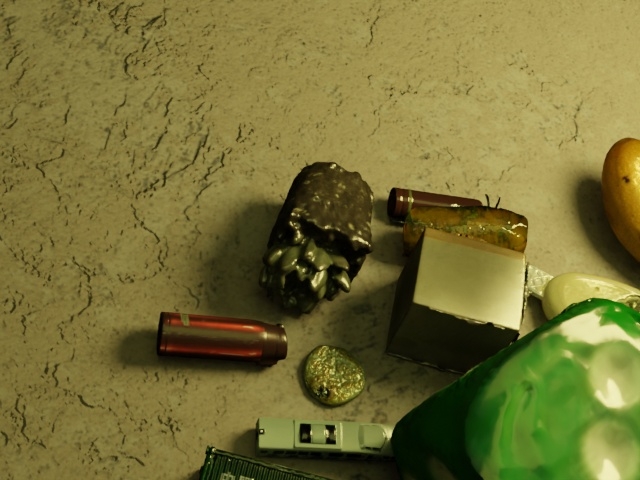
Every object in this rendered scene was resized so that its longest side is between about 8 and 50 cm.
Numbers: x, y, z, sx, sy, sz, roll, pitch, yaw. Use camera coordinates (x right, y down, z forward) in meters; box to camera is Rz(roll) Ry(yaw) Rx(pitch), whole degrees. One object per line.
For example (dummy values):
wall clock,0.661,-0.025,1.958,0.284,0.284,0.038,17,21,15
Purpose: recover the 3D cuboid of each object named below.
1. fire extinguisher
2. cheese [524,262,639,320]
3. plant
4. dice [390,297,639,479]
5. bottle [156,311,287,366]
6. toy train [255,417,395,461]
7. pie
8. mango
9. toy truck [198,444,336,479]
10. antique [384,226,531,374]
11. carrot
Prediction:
fire extinguisher,0.175,-0.043,1.725,0.158,0.043,0.064,8,89,-9
cheese,0.331,0.072,1.695,0.235,0.050,0.127,30,57,12
plant,0.000,0.000,1.604,0.132,0.129,0.194,18,55,-4
dice,0.274,0.260,1.408,0.297,0.287,0.300,-31,83,-20
bottle,-0.123,0.126,1.544,0.164,0.060,0.060,5,60,-12
toy train,0.023,0.248,1.517,0.207,0.047,0.043,5,61,-10
pie,0.016,0.172,1.575,0.085,0.017,0.085,6,60,-10
mango,0.521,-0.021,1.759,0.295,0.120,0.177,36,66,9
toy truck,-0.026,0.340,1.428,0.259,0.088,0.121,16,58,-4
antique,0.180,0.078,1.598,0.152,0.147,0.148,15,55,-6
carrot,0.197,-0.009,1.677,0.173,0.082,0.082,5,59,0
